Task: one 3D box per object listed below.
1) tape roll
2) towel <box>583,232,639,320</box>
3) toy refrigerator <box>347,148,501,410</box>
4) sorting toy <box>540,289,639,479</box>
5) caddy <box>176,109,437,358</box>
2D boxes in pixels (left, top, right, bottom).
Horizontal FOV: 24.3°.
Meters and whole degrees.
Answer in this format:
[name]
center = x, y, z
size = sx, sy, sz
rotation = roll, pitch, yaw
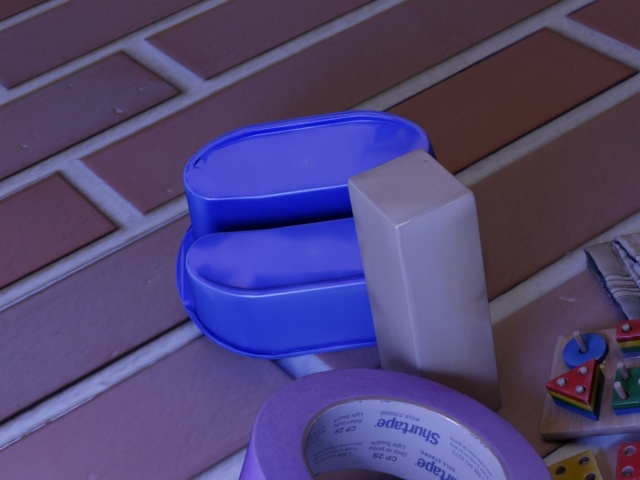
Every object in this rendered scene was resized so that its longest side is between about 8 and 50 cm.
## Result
[tape roll]
center = 0.065, 0.228, 1.303
size = 0.275, 0.090, 0.275
rotation = 12, 29, -7
[towel]
center = 0.471, 0.048, 1.550
size = 0.324, 0.056, 0.312
rotation = -16, 36, -5
[toy refrigerator]
center = 0.108, 0.054, 1.459
size = 0.094, 0.269, 0.102
rotation = -23, 37, -16
[sorting toy]
center = 0.281, 0.133, 1.457
size = 0.132, 0.046, 0.274
rotation = -10, 40, 28
[caddy]
center = 0.000, 0.000, 1.648
size = 0.341, 0.179, 0.241
rotation = -7, 59, 5
